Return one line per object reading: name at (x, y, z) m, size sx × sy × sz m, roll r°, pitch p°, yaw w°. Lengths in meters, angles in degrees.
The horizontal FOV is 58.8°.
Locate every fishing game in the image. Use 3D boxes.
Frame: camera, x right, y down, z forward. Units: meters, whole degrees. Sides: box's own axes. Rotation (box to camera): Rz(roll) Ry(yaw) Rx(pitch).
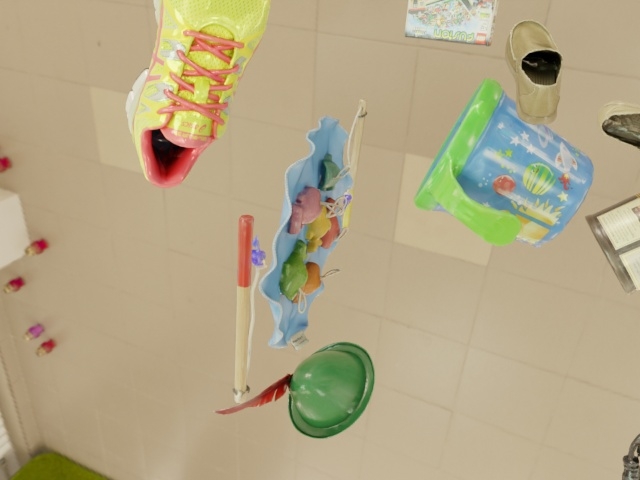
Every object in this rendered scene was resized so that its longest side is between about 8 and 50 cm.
fishing game at (0.000, 0.000, 0.446) m, size 0.041 × 0.264 × 0.189 m, roll 14°, pitch 118°, yaw 13°

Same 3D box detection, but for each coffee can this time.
coffee can at (0.766, -0.025, 1.253) m, size 0.275 × 0.201 × 0.201 m, roll -28°, pitch 101°, yaw 22°

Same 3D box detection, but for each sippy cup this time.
sippy cup at (0.306, -0.110, 0.936) m, size 0.224 × 0.305 × 0.240 m, roll 30°, pitch 166°, yaw 4°

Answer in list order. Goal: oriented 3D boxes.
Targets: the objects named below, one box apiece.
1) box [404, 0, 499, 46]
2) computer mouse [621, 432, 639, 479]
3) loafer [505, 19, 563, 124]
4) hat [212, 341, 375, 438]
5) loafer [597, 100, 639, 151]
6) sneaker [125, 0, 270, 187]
box at (0.307, -0.528, 1.341) m, size 0.207 × 0.036 × 0.114 m, roll 15°, pitch 117°, yaw 24°
computer mouse at (0.354, 0.237, 0.477) m, size 0.184 × 0.060 × 0.262 m, roll -19°, pitch 117°, yaw 1°
loafer at (0.236, -0.192, 0.613) m, size 0.056 × 0.148 × 0.050 m, roll 1°, pitch 149°, yaw 1°
hat at (-0.028, 0.210, 0.923) m, size 0.173 × 0.208 × 0.183 m, roll -19°, pitch 131°, yaw 26°
loafer at (0.707, -0.222, 1.182) m, size 0.268 × 0.092 × 0.102 m, roll 19°, pitch 131°, yaw 35°
sneaker at (-0.089, -0.116, 0.416) m, size 0.081 × 0.094 × 0.208 m, roll 6°, pitch 145°, yaw -26°
